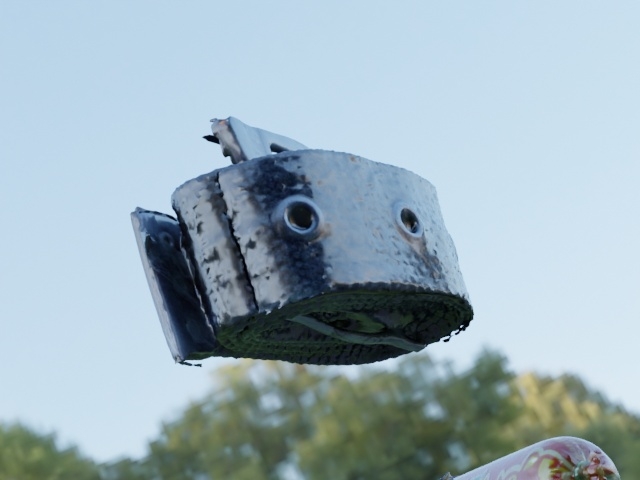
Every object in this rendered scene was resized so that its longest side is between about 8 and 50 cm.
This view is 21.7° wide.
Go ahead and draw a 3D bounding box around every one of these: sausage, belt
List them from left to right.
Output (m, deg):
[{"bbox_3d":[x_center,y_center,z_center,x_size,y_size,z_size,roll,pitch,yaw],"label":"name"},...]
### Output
[{"bbox_3d":[0.000,0.001,0.978,0.122,0.128,0.218,-29,-22,28],"label":"belt"},{"bbox_3d":[0.146,0.184,1.190,0.083,0.083,0.264,-17,-11,-20],"label":"sausage"}]
